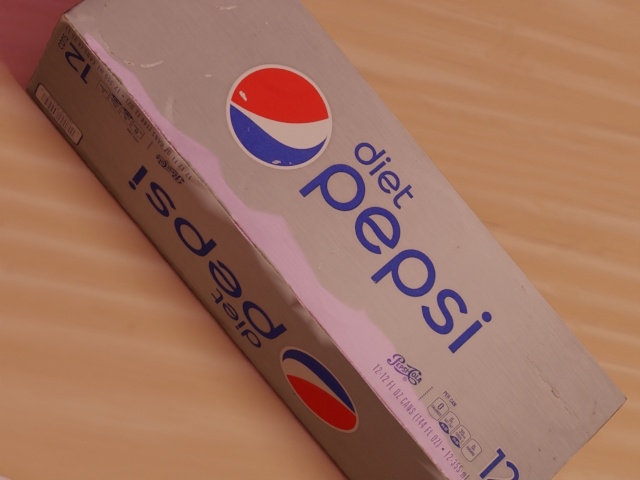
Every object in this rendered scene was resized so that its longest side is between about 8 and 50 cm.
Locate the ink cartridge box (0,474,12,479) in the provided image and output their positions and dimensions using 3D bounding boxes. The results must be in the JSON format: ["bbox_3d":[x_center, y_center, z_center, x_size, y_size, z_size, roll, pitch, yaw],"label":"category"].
[{"bbox_3d":[-0.162,0.213,0.520,0.261,0.066,0.296,26,46,-14],"label":"ink cartridge box"}]

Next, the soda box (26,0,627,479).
[{"bbox_3d":[0.000,0.000,0.691,0.098,0.091,0.286,-40,91,-26],"label":"soda box"}]
